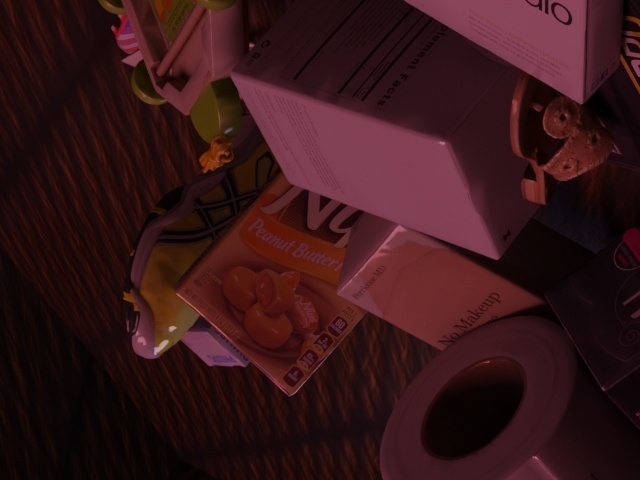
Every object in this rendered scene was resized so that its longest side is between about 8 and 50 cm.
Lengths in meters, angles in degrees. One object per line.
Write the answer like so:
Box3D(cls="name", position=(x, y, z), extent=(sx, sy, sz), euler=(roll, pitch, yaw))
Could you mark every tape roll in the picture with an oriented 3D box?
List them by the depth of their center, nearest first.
Box3D(cls="tape roll", position=(0.206, 0.223, 1.674), extent=(0.169, 0.246, 0.246), euler=(47, 159, -27))

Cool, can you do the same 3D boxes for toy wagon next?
Box3D(cls="toy wagon", position=(-0.149, -0.240, 1.734), extent=(0.344, 0.068, 0.267), euler=(68, 155, 11))

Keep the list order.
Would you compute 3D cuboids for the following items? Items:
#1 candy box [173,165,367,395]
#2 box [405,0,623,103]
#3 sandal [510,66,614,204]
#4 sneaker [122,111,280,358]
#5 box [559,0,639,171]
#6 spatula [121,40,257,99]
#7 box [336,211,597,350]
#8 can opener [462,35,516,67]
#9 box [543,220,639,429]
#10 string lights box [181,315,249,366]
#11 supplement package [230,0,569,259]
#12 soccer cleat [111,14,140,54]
Box3D(cls="candy box", position=(0.000, 0.000, 1.867), extent=(0.183, 0.316, 0.087), euler=(42, 178, -8))
Box3D(cls="box", position=(0.120, -0.261, 1.201), extent=(0.232, 0.058, 0.322), euler=(34, 159, 24))
Box3D(cls="sandal", position=(0.220, -0.090, 1.412), extent=(0.079, 0.088, 0.240), euler=(16, 163, 15))
Box3D(cls="sneaker", position=(-0.109, -0.008, 1.981), extent=(0.147, 0.385, 0.145), euler=(21, 148, 20))
Box3D(cls="box", position=(0.281, -0.196, 1.268), extent=(0.318, 0.097, 0.395), euler=(23, 155, 51))
Box3D(cls="spatula", position=(-0.125, -0.219, 1.990), extent=(0.168, 0.019, 0.242), euler=(25, 161, -25))
Box3D(cls="box", position=(0.189, 0.051, 1.771), extent=(0.311, 0.121, 0.148), euler=(27, 132, -13))
Box3D(cls="can opener", position=(0.103, -0.236, 1.499), extent=(0.280, 0.074, 0.093), euler=(29, 118, 36))
Box3D(cls="box", position=(0.373, 0.130, 1.632), extent=(0.270, 0.143, 0.165), euler=(44, -167, -36))
Box3D(cls="string lights box", position=(-0.074, 0.053, 2.211), extent=(0.077, 0.260, 0.133), euler=(45, 159, -16))
Box3D(cls="supplement package", position=(0.091, -0.134, 1.626), extent=(0.293, 0.175, 0.177), euler=(22, 153, 39))
Box3D(cls="soccer cleat", position=(-0.192, -0.272, 1.975), extent=(0.095, 0.083, 0.248), euler=(41, 157, 0))
